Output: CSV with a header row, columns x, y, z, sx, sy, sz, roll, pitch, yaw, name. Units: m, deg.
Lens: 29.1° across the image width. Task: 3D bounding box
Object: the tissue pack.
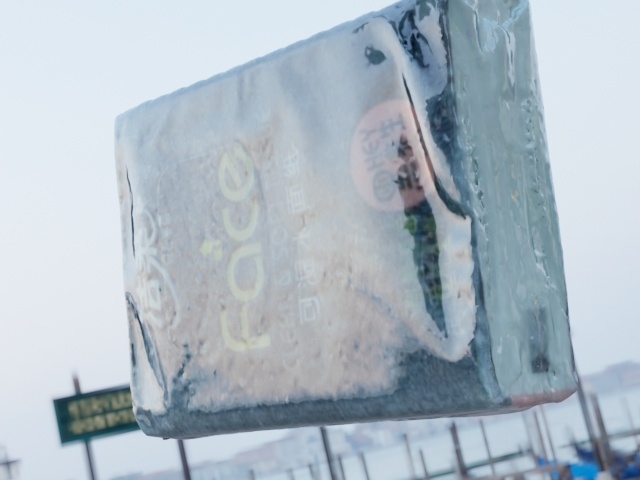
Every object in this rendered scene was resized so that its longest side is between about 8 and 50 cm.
x,y,z,sx,sy,sz,roll,pitch,yaw,name
0.000,0.000,0.752,0.103,0.228,0.315,3,-11,-43,tissue pack
